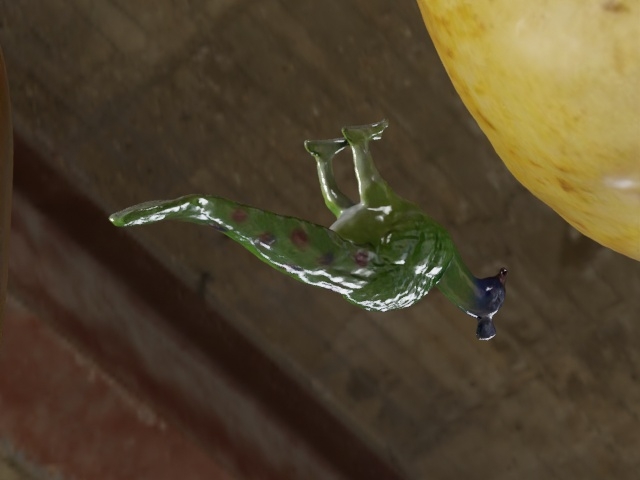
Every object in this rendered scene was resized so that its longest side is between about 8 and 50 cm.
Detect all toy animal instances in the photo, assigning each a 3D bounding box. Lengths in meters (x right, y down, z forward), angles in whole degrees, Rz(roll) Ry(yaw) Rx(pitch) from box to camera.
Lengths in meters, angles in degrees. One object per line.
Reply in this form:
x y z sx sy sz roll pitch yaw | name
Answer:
-0.001 -0.015 0.702 0.041 0.075 0.217 -21 -27 36 | toy animal

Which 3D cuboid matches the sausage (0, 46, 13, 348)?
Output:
-0.186 0.036 0.774 0.112 0.328 0.112 -1 -29 -1 | sausage

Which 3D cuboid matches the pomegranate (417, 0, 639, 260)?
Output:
0.139 -0.112 0.556 0.260 0.260 0.260 -5 -56 -8 | pomegranate
